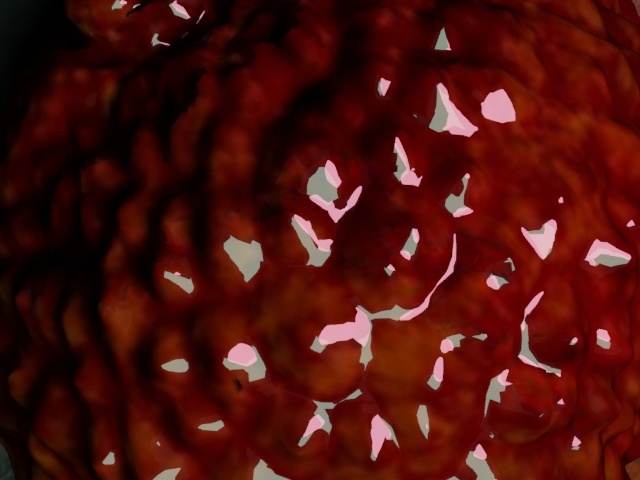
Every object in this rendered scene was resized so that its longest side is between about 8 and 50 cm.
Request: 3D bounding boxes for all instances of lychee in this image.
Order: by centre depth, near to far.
[{"bbox_3d":[0.000,0.000,0.722,0.424,0.424,0.500,-42,130,4],"label":"lychee"}]
